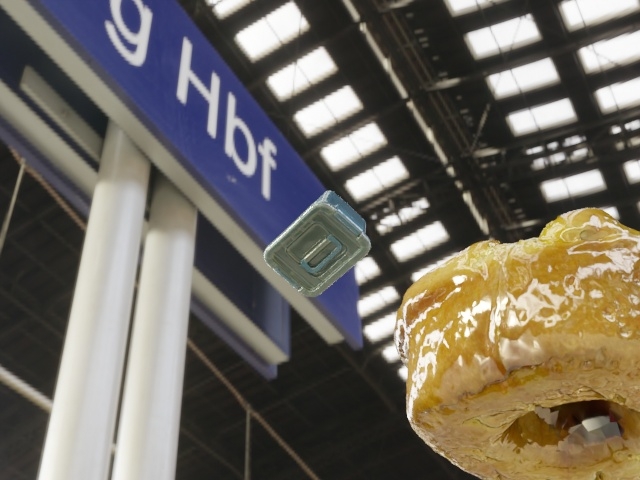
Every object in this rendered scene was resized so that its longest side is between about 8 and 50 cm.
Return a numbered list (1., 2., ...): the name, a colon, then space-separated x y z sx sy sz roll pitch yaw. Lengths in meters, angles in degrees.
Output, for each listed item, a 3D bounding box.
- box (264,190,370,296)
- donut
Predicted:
1. box: 0.000 0.000 0.931 0.074 0.054 0.099 43 -63 -11
2. donut: 0.161 0.082 0.601 0.226 0.114 0.226 3 -38 2
